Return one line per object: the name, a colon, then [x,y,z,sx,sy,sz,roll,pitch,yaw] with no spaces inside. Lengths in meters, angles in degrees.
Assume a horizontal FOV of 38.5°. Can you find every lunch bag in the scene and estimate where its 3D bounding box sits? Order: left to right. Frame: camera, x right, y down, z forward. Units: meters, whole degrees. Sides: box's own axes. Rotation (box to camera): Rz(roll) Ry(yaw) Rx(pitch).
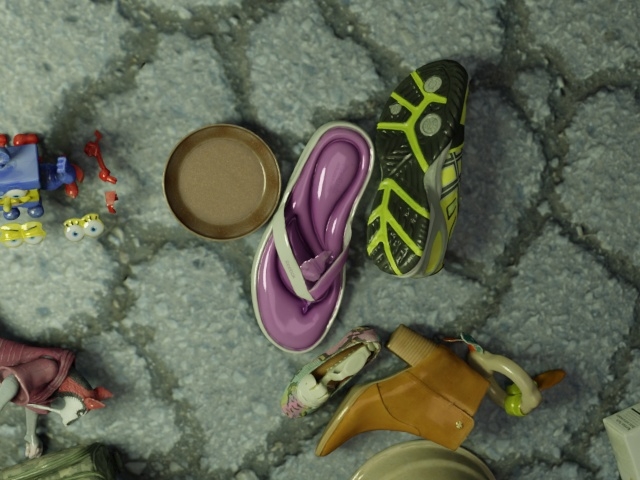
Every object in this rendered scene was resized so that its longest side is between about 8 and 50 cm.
lunch bag: [-0.469,0.463,1.485,0.305,0.256,0.212,-17,112,-8]

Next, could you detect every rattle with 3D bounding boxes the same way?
rattle: [0.341,0.211,1.677,0.143,0.130,0.199,-41,77,-12]

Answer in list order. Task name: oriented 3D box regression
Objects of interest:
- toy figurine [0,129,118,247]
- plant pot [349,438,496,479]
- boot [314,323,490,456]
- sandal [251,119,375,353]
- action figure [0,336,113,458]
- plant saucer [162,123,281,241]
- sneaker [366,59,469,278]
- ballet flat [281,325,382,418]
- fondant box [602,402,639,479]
toy figurine: [-0.498,-0.109,1.378,0.363,0.217,0.191,-5,74,-9]
plant pot: [0.211,0.557,1.587,0.334,0.305,0.333,-2,100,-9]
boot: [0.149,0.315,1.623,0.211,0.104,0.295,37,89,0]
sandal: [-0.015,-0.003,1.563,0.169,0.102,0.416,12,97,-11]
action figure: [-0.519,0.204,1.497,0.370,0.248,0.275,12,70,-10]
plant saucer: [-0.166,-0.099,1.553,0.199,0.036,0.198,-1,99,-7]
sneaker: [0.178,-0.121,1.577,0.147,0.145,0.384,22,81,-55]
ballet flat: [0.019,0.237,1.619,0.221,0.079,0.077,-41,103,-1]
fondant box: [0.738,0.395,1.758,0.330,0.096,0.238,-22,102,-4]
